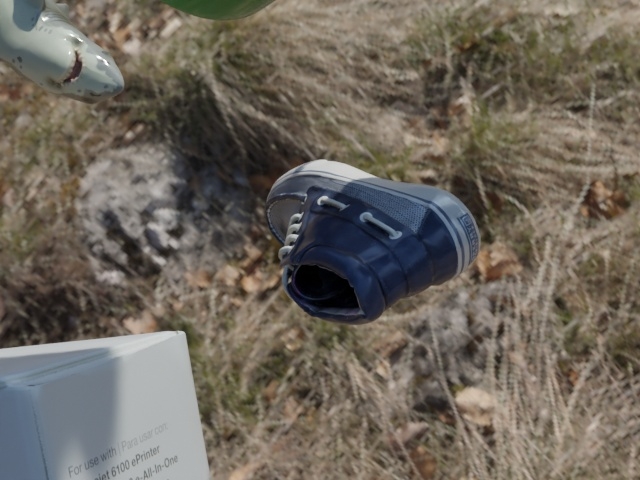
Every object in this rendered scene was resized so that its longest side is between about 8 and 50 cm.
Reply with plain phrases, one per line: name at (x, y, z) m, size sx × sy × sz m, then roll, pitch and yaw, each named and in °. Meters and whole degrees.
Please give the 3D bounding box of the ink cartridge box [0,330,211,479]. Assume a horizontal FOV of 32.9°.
ink cartridge box at (-0.162, 0.211, 0.535) m, size 0.223 × 0.129 × 0.307 m, roll -8°, pitch 93°, yaw 26°

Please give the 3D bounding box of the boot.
boot at (0.000, 0.000, 0.637) m, size 0.086 × 0.069 × 0.190 m, roll -29°, pitch 19°, yaw -28°

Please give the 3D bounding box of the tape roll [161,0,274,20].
tape roll at (-0.127, -0.382, 1.088) m, size 0.077 × 0.321 × 0.321 m, roll -23°, pitch 46°, yaw 40°

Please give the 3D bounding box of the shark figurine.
shark figurine at (-0.234, -0.228, 0.878) m, size 0.166 × 0.116 × 0.278 m, roll -14°, pitch 84°, yaw 24°
